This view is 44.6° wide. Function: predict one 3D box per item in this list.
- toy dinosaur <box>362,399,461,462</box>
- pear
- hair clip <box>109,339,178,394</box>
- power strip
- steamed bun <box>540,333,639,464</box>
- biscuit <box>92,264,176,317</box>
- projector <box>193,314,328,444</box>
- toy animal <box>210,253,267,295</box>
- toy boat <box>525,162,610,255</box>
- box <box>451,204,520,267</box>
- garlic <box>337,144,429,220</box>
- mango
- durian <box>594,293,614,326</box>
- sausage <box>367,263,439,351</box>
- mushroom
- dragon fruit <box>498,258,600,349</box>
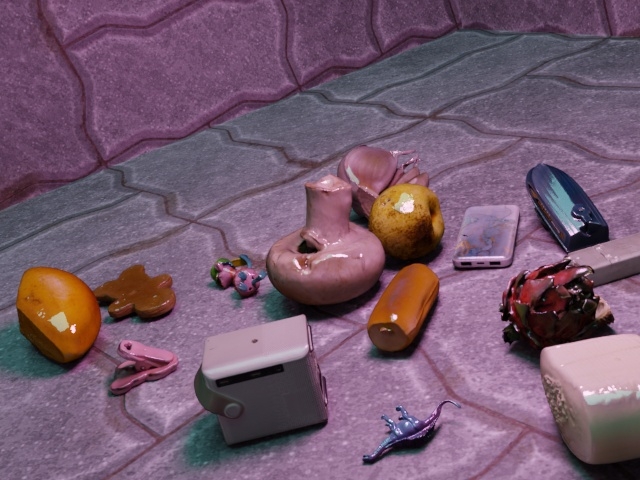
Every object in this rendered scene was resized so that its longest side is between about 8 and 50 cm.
[{"bbox_3d":[0.154,0.329,1.372,0.197,0.045,0.080,-27,40,-10],"label":"toy dinosaur"},{"bbox_3d":[0.206,-0.045,1.953,0.197,0.197,0.197,-12,25,6],"label":"pear"},{"bbox_3d":[-0.401,0.292,1.772,0.138,0.102,0.123,14,21,-17],"label":"hair clip"},{"bbox_3d":[0.639,0.041,1.698,0.287,0.053,0.093,-16,26,-3],"label":"power strip"},{"bbox_3d":[0.464,0.252,1.230,0.200,0.155,0.250,-11,18,1],"label":"steamed bun"},{"bbox_3d":[-0.489,0.149,2.099,0.197,0.049,0.301,-36,32,-30],"label":"biscuit"},{"bbox_3d":[-0.116,0.267,1.492,0.242,0.177,0.163,-13,23,0],"label":"projector"},{"bbox_3d":[-0.208,0.084,2.017,0.103,0.100,0.208,-63,25,-8],"label":"toy animal"},{"bbox_3d":[0.582,-0.085,1.894,0.114,0.122,0.296,-14,44,-7],"label":"toy boat"},{"bbox_3d":[0.417,-0.014,1.951,0.142,0.044,0.285,-1,28,19],"label":"box"},{"bbox_3d":[0.177,-0.165,2.213,0.237,0.210,0.292,-8,33,29],"label":"garlic"},{"bbox_3d":[-0.664,0.185,1.963,0.199,0.201,0.350,-50,41,-6],"label":"mango"},{"bbox_3d":[0.529,0.140,1.538,0.052,0.066,0.130,-19,16,-11],"label":"durian"},{"bbox_3d":[0.195,0.125,1.713,0.112,0.112,0.328,-2,25,25],"label":"sausage"},{"bbox_3d":[0.000,0.000,1.853,0.292,0.290,0.292,-8,23,4],"label":"mushroom"},{"bbox_3d":[0.440,0.127,1.486,0.182,0.182,0.188,-30,21,-30],"label":"dragon fruit"}]
